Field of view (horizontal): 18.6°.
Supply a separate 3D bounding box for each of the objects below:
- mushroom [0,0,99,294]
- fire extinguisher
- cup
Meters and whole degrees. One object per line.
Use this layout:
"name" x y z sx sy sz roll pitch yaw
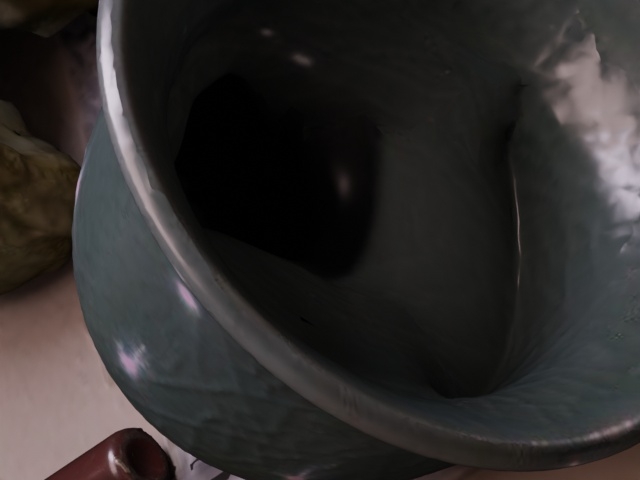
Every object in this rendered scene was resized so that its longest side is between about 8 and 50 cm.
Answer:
"mushroom" -0.191 -0.112 0.779 0.189 0.164 0.267 -8 74 41
"fire extinguisher" -0.129 0.116 0.738 0.173 0.049 0.035 -35 64 32
"cup" 0.000 0.000 0.574 0.150 0.199 0.199 -44 50 49
